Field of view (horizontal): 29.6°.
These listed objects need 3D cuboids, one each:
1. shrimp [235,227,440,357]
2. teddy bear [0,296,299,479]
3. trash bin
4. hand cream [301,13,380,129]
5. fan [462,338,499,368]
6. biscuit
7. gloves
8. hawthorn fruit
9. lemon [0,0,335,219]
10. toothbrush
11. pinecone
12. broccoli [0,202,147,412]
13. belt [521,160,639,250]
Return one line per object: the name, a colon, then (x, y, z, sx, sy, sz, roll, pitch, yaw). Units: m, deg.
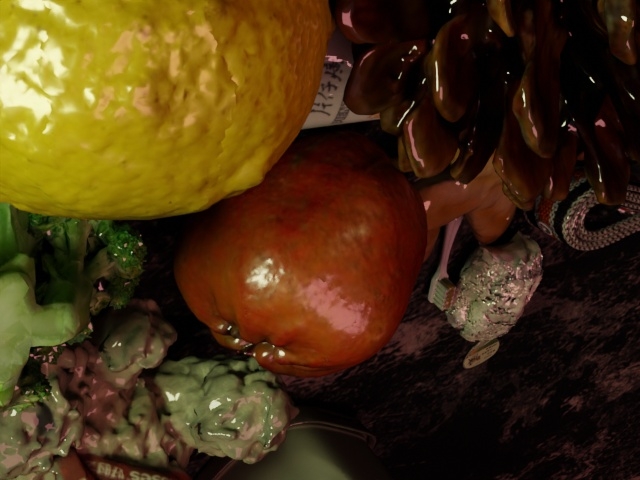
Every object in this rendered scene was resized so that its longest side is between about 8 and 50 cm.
shrimp: (0.018, 0.050, 1.323, 0.267, 0.061, 0.145, -38, 153, -4)
teddy bear: (-0.247, 0.198, 1.134, 0.357, 0.224, 0.367, -55, 141, -2)
trash bin: (0.006, 0.351, 1.471, 0.220, 0.250, 0.219, 22, 108, -50)
hand cream: (0.060, -0.166, 1.112, 0.314, 0.089, 0.139, -9, 138, -25)
fan: (0.212, 0.149, 1.635, 0.060, 0.003, 0.080, -44, 144, 6)
biscuit: (0.170, -0.062, 1.267, 0.208, 0.047, 0.164, 5, 129, -54)
gloves: (0.211, 0.066, 1.489, 0.114, 0.070, 0.153, -12, 138, -32)
hawthorn fruit: (0.000, 0.000, 1.139, 0.261, 0.224, 0.224, -54, 146, -15)
lemon: (-0.131, -0.142, 0.823, 0.322, 0.268, 0.268, 3, 127, -43)
toothbrush: (0.157, -0.047, 1.357, 0.025, 0.030, 0.342, -22, 139, -28)
pinecone: (0.202, -0.208, 0.911, 0.398, 0.397, 0.397, -23, 141, -20)
broccoli: (-0.282, 0.039, 0.900, 0.294, 0.245, 0.265, -38, 118, -31)
belt: (0.396, -0.057, 1.499, 0.360, 0.094, 0.126, -6, 129, -38)
